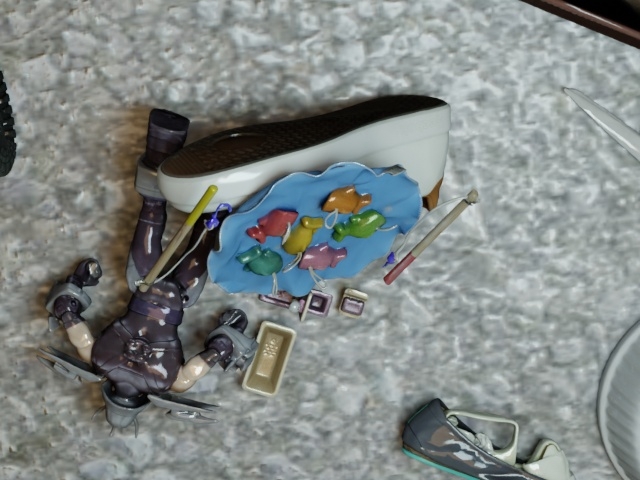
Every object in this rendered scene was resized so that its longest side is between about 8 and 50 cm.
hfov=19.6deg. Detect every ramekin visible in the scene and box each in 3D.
[{"bbox_3d":[0.354,0.155,1.623,0.207,0.109,0.207,-1,100,-4],"label":"ramekin"}]

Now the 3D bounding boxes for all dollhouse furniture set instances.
[{"bbox_3d":[-0.016,0.091,1.600,0.091,0.081,0.114,17,98,-7],"label":"dollhouse furniture set"}]

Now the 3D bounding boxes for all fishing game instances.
[{"bbox_3d":[0.000,0.000,1.472,0.264,0.041,0.189,3,144,-38],"label":"fishing game"}]

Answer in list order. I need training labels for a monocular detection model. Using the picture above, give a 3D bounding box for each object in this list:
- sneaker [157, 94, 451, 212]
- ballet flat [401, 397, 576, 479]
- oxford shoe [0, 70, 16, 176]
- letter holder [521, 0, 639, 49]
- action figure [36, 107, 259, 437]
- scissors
[{"bbox_3d":[-0.002,-0.037,1.515,0.290,0.106,0.123,-14,111,-36],"label":"sneaker"},{"bbox_3d":[0.171,0.198,1.639,0.203,0.074,0.074,27,97,-6],"label":"ballet flat"},{"bbox_3d":[-0.332,-0.147,1.549,0.096,0.083,0.227,-23,103,23],"label":"oxford shoe"},{"bbox_3d":[0.224,-0.251,1.488,0.302,0.214,0.152,21,98,-7],"label":"letter holder"},{"bbox_3d":[-0.132,0.038,1.575,0.185,0.099,0.285,17,99,-8],"label":"action figure"},{"bbox_3d":[0.330,-0.034,1.632,0.297,0.021,0.109,22,100,-9],"label":"scissors"}]
